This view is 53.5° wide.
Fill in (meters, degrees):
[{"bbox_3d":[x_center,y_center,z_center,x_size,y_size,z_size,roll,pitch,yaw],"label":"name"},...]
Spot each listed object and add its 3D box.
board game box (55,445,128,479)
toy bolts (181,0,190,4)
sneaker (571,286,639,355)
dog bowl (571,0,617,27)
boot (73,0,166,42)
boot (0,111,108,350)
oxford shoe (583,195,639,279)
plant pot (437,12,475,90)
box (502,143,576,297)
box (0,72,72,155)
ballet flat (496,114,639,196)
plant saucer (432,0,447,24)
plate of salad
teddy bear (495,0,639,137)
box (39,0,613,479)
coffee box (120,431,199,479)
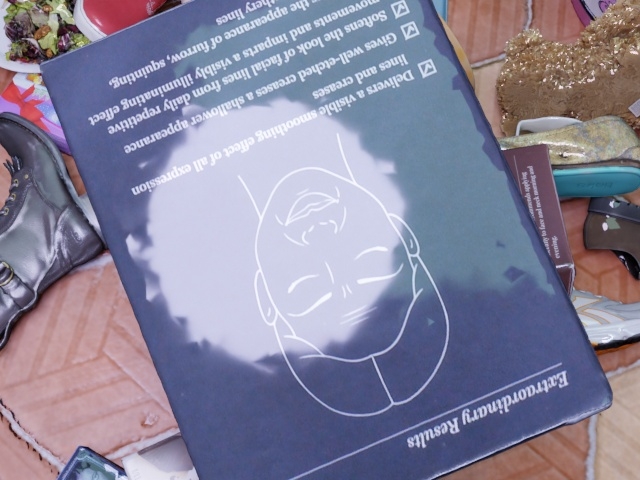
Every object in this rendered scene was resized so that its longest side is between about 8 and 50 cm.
[{"bbox_3d":[-0.267,0.379,0.701,0.165,0.042,0.243,28,71,6],"label":"board game box"},{"bbox_3d":[-0.103,-0.372,0.912,0.228,0.218,0.158,34,77,27],"label":"toy bolts"},{"bbox_3d":[0.326,0.089,0.823,0.262,0.099,0.121,-8,67,-8],"label":"sneaker"},{"bbox_3d":[0.582,-0.437,0.999,0.407,0.150,0.409,2,70,-4],"label":"dog bowl"},{"bbox_3d":[-0.223,-0.366,0.851,0.088,0.176,0.244,44,39,-23],"label":"boot"},{"bbox_3d":[-0.406,-0.019,0.799,0.229,0.091,0.263,-39,79,-21],"label":"boot"},{"bbox_3d":[0.468,0.014,0.877,0.227,0.083,0.096,16,91,0],"label":"oxford shoe"},{"bbox_3d":[0.072,-0.214,0.869,0.188,0.205,0.205,-40,77,0],"label":"plant pot"},{"bbox_3d":[0.179,0.012,0.757,0.203,0.167,0.169,-7,57,14],"label":"box"},{"bbox_3d":[-0.274,-0.197,0.898,0.293,0.057,0.201,23,69,4],"label":"box"},{"bbox_3d":[0.249,-0.108,0.847,0.348,0.123,0.123,-5,70,4],"label":"ballet flat"},{"bbox_3d":[0.169,-0.372,1.015,0.067,0.018,0.192,6,69,-2],"label":"plant saucer"},{"bbox_3d":[-0.389,-0.321,0.881,0.199,0.048,0.200,1,68,-2],"label":"plate of salad"},{"bbox_3d":[0.423,-0.218,0.885,0.337,0.113,0.245,-17,106,30],"label":"teddy bear"},{"bbox_3d":[0.000,0.000,0.550,0.293,0.212,0.396,-22,84,0],"label":"box"},{"bbox_3d":[-0.042,0.254,0.697,0.297,0.119,0.168,-22,73,-22],"label":"coffee box"}]
